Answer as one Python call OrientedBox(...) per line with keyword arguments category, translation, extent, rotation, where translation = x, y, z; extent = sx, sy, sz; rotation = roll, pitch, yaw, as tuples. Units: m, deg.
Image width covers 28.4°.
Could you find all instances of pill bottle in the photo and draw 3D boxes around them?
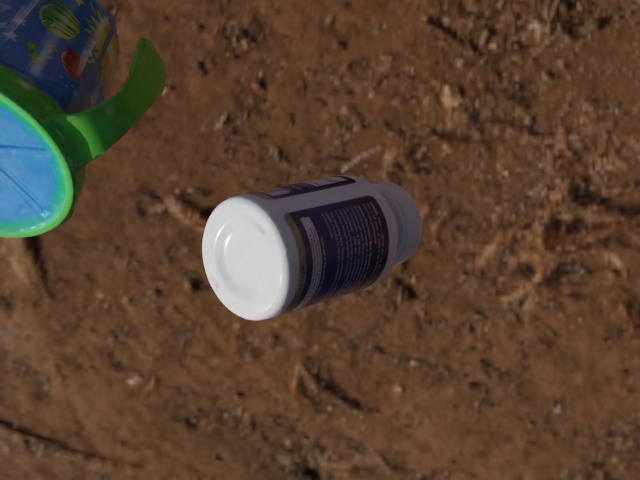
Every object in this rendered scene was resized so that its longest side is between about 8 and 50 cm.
OrientedBox(category="pill bottle", translation=(0.000, 0.000, 0.975), extent=(0.169, 0.094, 0.094), rotation=(-14, 160, -45))

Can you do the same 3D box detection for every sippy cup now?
OrientedBox(category="sippy cup", translation=(-0.322, -0.160, 1.320), extent=(0.305, 0.224, 0.240), rotation=(22, 141, -2))

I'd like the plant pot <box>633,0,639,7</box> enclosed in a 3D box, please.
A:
OrientedBox(category="plant pot", translation=(0.229, -0.198, 0.567), extent=(0.230, 0.215, 0.215), rotation=(-42, 123, 8))
